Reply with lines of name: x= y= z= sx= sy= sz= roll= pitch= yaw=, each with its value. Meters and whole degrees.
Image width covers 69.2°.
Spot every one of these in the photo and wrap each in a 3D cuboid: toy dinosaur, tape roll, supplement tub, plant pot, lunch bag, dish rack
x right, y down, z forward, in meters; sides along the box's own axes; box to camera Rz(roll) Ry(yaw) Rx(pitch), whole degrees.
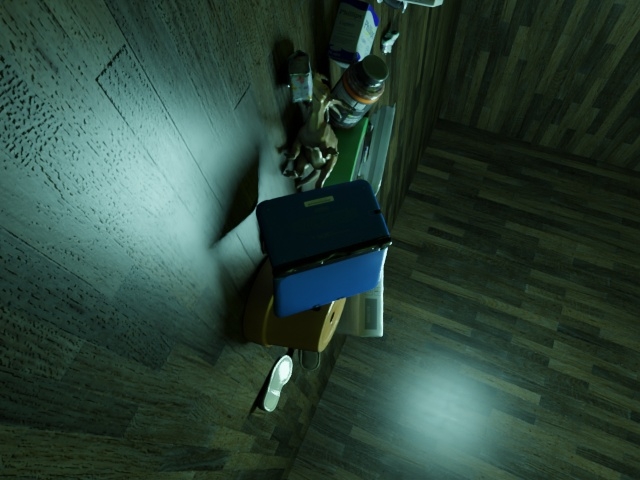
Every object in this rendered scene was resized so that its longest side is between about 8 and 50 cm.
toy dinosaur: x=0.003 y=-0.241 z=1.125 sx=0.296 sy=0.127 sz=0.200 roll=97 pitch=12 yaw=-58
tape roll: x=0.068 y=-0.207 z=1.362 sx=0.321 sy=0.077 sz=0.321 roll=13 pitch=90 yaw=-84
supplement tub: x=0.088 y=-0.365 z=1.141 sx=0.106 sy=0.106 sz=0.198 roll=-62 pitch=-168 yaw=-28
plant pot: x=-0.055 y=0.177 z=1.285 sx=0.291 sy=0.203 sz=0.291 roll=19 pitch=90 yaw=-75
lunch bag: x=-0.043 y=-0.337 z=0.950 sx=0.071 sy=0.053 sz=0.083 roll=87 pitch=2 yaw=-55
dish rack: x=0.176 y=-0.285 z=1.537 sx=0.333 sy=0.072 sz=0.286 roll=71 pitch=31 yaw=-87

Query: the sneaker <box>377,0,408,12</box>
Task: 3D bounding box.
sneaker: x=0.245 y=-0.740 z=1.372 sx=0.153 sy=0.099 sz=0.282 roll=-66 pitch=169 yaw=11

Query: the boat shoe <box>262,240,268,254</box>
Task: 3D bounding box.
boat shoe: x=-0.114 y=-0.010 z=1.144 sx=0.137 sy=0.043 sz=0.049 roll=97 pitch=17 yaw=-44

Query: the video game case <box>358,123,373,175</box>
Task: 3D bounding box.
video game case: x=0.185 y=-0.353 z=1.779 sx=0.201 sy=0.023 sz=0.184 roll=-39 pitch=140 yaw=-64

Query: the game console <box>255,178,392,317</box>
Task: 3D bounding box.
game console: x=0.002 y=0.019 z=1.117 sx=0.173 sy=0.293 sz=0.250 roll=134 pitch=-61 yaw=-67

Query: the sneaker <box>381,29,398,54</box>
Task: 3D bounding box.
sneaker: x=0.227 y=-0.655 z=1.551 sx=0.098 sy=0.038 sz=0.069 roll=-48 pitch=156 yaw=-34

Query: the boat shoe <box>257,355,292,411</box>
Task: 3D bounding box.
boat shoe: x=-0.165 y=0.498 z=1.629 sx=0.065 sy=0.075 sz=0.206 roll=-23 pitch=-146 yaw=46

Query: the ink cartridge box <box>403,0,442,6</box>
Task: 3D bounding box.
ink cartridge box: x=0.214 y=-0.718 z=1.078 sx=0.117 sy=0.207 sz=0.283 roll=-52 pitch=156 yaw=-54

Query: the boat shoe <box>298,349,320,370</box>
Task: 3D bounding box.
boat shoe: x=-0.041 y=0.336 z=1.775 sx=0.104 sy=0.110 sz=0.307 roll=-123 pitch=-137 yaw=-75

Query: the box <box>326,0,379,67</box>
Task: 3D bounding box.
box: x=0.082 y=-0.504 z=1.147 sx=0.126 sy=0.072 sz=0.137 roll=-25 pitch=133 yaw=-70

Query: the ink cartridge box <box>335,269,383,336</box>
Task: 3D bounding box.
ink cartridge box: x=0.109 y=0.171 z=1.622 sx=0.385 sy=0.091 sz=0.308 roll=150 pitch=-58 yaw=-73
